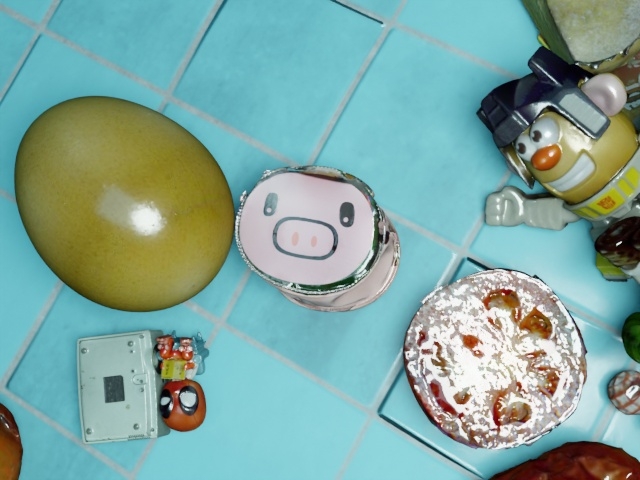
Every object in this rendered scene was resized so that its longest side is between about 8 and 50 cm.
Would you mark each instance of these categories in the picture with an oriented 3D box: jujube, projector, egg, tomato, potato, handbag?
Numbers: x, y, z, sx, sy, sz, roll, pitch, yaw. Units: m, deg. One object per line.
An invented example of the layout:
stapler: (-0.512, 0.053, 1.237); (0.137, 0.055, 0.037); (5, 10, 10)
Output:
jujube: (0.270, 0.336, 0.829); (0.250, 0.174, 0.174); (-37, 77, 15)
projector: (-0.274, 0.203, 1.001); (0.115, 0.061, 0.147); (-8, 81, 8)
egg: (-0.258, -0.052, 0.939); (0.322, 0.250, 0.250); (41, 91, 17)
tomato: (0.216, 0.147, 0.904); (0.225, 0.085, 0.224); (-2, 79, 8)
potato: (0.336, -0.320, 0.921); (0.138, 0.098, 0.243); (-24, 74, 9)
handbag: (0.000, 0.000, 0.951); (0.205, 0.116, 0.179); (8, 82, 13)

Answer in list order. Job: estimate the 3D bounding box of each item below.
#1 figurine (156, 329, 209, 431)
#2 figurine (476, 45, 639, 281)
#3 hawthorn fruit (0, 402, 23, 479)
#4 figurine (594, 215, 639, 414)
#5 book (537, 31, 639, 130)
figurine: (-0.189, 0.195, 0.981); (0.068, 0.075, 0.140); (-1, 92, 9)
figurine: (0.321, -0.097, 0.866); (0.309, 0.143, 0.308); (6, 109, 18)
hawthorn fruit: (-0.522, 0.333, 0.925); (0.211, 0.299, 0.211); (11, 124, 16)
figurine: (0.435, 0.137, 0.790); (0.167, 0.281, 0.370); (-37, 97, -27)
book: (0.503, -0.203, 0.933); (0.263, 0.028, 0.373); (-36, 77, 6)
